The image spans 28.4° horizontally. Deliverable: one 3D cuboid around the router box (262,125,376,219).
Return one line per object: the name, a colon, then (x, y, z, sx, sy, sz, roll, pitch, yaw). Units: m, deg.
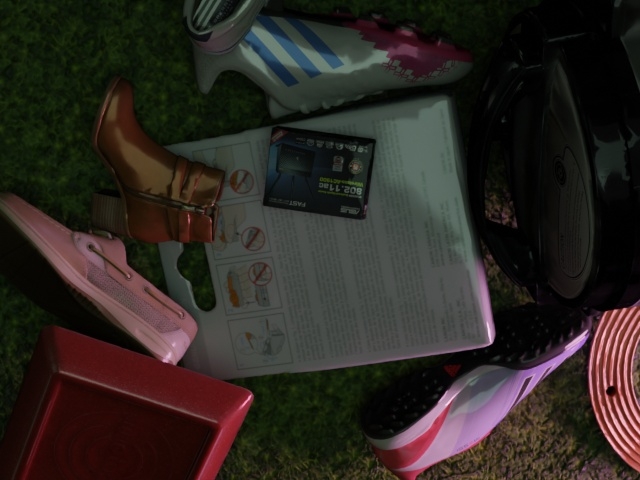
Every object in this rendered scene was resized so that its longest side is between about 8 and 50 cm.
router box: (-0.002, -0.079, 1.463, 0.122, 0.038, 0.092, 8, 103, 6)

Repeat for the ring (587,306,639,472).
ring: (0.507, 0.162, 1.651, 0.336, 0.032, 0.337, -1, 98, -7)

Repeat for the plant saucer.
plant saucer: (-0.243, 0.247, 1.500, 0.259, 0.048, 0.258, 20, 119, -10)

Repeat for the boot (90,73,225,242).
boot: (-0.186, -0.092, 1.476, 0.152, 0.073, 0.197, 9, 113, 8)

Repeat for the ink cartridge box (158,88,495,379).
ink cartridge box: (0.000, 0.000, 1.546, 0.385, 0.091, 0.308, -9, 101, 11)

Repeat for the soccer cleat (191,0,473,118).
soccer cleat: (0.009, -0.205, 1.490, 0.331, 0.116, 0.143, 11, 106, -4)

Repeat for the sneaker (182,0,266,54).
sneaker: (-0.067, -0.319, 1.367, 0.094, 0.091, 0.258, 26, 95, 2)

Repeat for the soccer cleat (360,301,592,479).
soccer cleat: (0.205, 0.187, 1.587, 0.318, 0.108, 0.116, -31, 124, -5)

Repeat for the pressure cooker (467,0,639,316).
pressure cooker: (0.370, -0.107, 1.425, 0.420, 0.375, 0.370, -10, 85, -6)

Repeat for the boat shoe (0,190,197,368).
boat shoe: (-0.276, 0.040, 1.494, 0.302, 0.109, 0.098, 42, 54, -10)
